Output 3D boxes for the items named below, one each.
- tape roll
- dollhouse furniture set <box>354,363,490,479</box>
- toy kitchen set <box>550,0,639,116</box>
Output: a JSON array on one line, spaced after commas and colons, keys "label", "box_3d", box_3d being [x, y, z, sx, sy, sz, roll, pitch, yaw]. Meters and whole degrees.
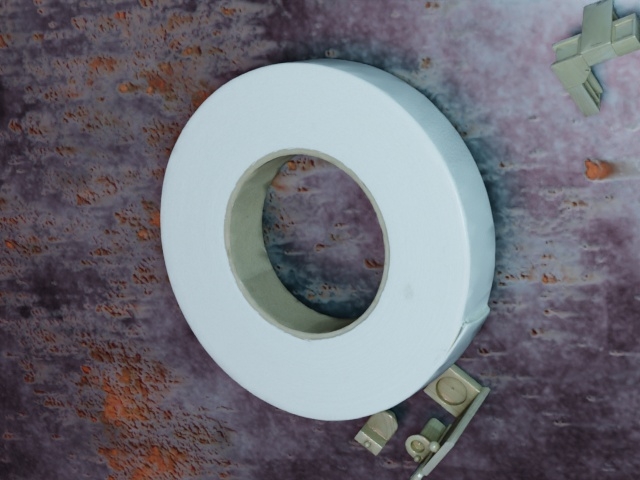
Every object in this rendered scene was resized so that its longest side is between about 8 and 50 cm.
[{"label": "tape roll", "box_3d": [0.000, 0.000, 1.285, 0.392, 0.072, 0.392, 8, 105, 30]}, {"label": "dollhouse furniture set", "box_3d": [0.075, 0.195, 1.352, 0.151, 0.123, 0.144, 38, 124, 6]}, {"label": "toy kitchen set", "box_3d": [0.272, -0.177, 1.130, 0.083, 0.068, 0.075, -17, 132, 32]}]
